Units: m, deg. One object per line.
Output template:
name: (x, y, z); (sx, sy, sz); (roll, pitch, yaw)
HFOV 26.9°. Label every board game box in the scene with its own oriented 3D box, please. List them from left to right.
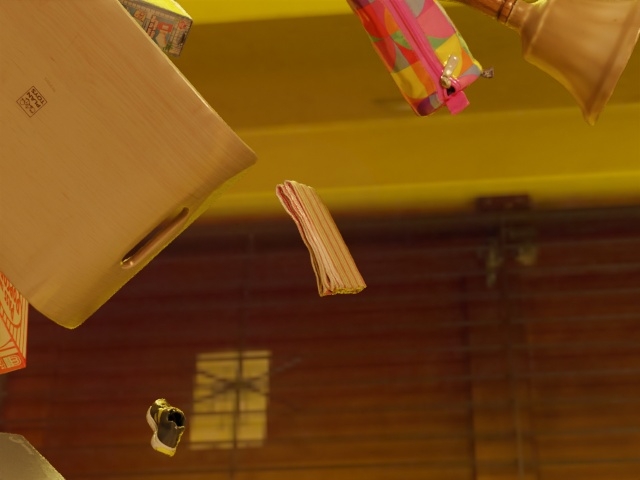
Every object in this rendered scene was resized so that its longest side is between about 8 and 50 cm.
board game box: (-0.411, 0.050, 1.675); (0.193, 0.045, 0.147); (-103, -3, -52)
board game box: (-0.295, -0.324, 1.780); (0.194, 0.194, 0.060); (48, 120, 50)

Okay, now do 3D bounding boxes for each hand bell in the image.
hand bell: (0.155, -0.206, 1.178); (0.126, 0.242, 0.126); (24, -90, -86)

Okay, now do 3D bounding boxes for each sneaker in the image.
sneaker: (-0.141, 0.170, 1.263); (0.035, 0.031, 0.083); (-54, 24, 13)

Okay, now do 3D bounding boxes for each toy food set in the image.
toy food set: (-0.232, -0.111, 1.138); (0.306, 0.220, 0.092); (48, -176, 7)

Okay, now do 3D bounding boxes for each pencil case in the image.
pencil case: (0.090, -0.249, 1.485); (0.236, 0.104, 0.104); (54, -166, -12)

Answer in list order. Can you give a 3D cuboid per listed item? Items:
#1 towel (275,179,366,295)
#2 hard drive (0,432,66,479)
towel: (0.000, 0.000, 1.611); (0.144, 0.029, 0.197); (64, -171, 6)
hard drive: (-0.223, 0.135, 0.797); (0.094, 0.135, 0.022); (27, 99, 51)
